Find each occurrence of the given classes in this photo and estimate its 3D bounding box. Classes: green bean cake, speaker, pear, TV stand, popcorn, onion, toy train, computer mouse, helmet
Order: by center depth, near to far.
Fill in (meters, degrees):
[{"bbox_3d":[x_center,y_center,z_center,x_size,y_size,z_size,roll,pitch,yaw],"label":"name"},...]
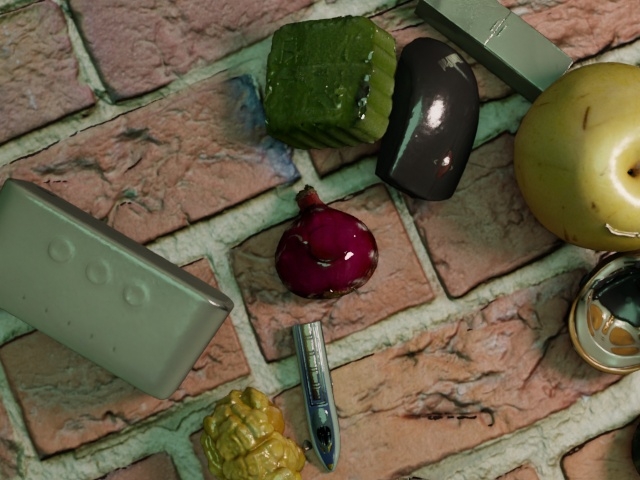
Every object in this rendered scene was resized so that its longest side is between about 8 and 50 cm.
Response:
[{"bbox_3d":[0.459,-0.129,1.752,0.309,0.309,0.309,0,85,-2],"label":"pear"},{"bbox_3d":[-0.108,0.342,1.762,0.140,0.163,0.194,-23,115,19],"label":"popcorn"},{"bbox_3d":[-0.358,0.078,1.764,0.406,0.183,0.184,31,90,0],"label":"speaker"},{"bbox_3d":[0.015,-0.254,1.799,0.214,0.113,0.201,1,82,34],"label":"green bean cake"},{"bbox_3d":[0.001,-0.002,1.805,0.173,0.135,0.198,-20,84,-7],"label":"onion"},{"bbox_3d":[0.193,-0.199,1.815,0.170,0.100,0.269,14,86,-39],"label":"computer mouse"},{"bbox_3d":[0.517,0.105,1.818,0.198,0.130,0.224,42,112,-2],"label":"helmet"},{"bbox_3d":[-0.001,0.261,1.827,0.055,0.048,0.252,-10,86,-1],"label":"toy train"},{"bbox_3d":[0.292,-0.348,1.871,0.269,0.088,0.083,37,85,0],"label":"TV stand"}]

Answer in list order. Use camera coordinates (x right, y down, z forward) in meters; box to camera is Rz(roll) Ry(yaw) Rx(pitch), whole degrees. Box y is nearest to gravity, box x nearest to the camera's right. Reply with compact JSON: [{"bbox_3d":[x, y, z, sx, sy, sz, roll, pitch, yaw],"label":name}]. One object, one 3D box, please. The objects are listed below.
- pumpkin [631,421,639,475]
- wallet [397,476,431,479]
[{"bbox_3d":[0.595,0.343,1.806,0.167,0.125,0.167,0,86,4],"label":"pumpkin"},{"bbox_3d":[0.186,0.512,1.806,0.170,0.069,0.231,11,91,3],"label":"wallet"}]
